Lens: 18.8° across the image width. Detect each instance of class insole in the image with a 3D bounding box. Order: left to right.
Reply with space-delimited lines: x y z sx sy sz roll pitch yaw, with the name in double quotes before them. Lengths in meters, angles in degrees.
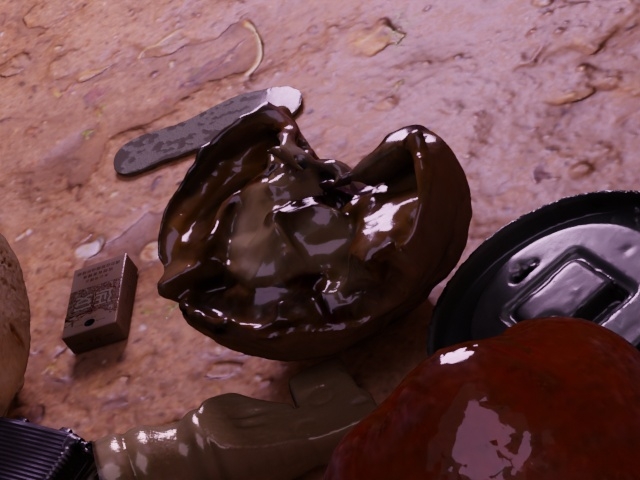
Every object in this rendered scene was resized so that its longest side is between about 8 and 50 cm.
"insole" -0.103 -0.099 1.748 0.193 0.006 0.065 -19 40 19

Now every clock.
"clock" 0.179 0.055 1.343 0.215 0.042 0.215 -20 39 17

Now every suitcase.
"suitcase" -0.219 0.186 1.474 0.126 0.059 0.086 6 51 43

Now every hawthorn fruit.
"hawthorn fruit" 0.130 0.164 1.101 0.263 0.235 0.231 20 52 39

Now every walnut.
"walnut" -0.002 0.010 1.447 0.238 0.141 0.204 13 65 42

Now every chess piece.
"chess piece" -0.056 0.148 1.390 0.200 0.090 0.090 -21 37 -3

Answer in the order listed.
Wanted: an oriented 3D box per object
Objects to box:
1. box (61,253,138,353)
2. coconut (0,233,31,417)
"box" -0.185 0.053 1.623 0.053 0.024 0.083 -19 38 18
"coconut" -0.378 0.080 1.565 0.266 0.237 0.237 -9 43 22
